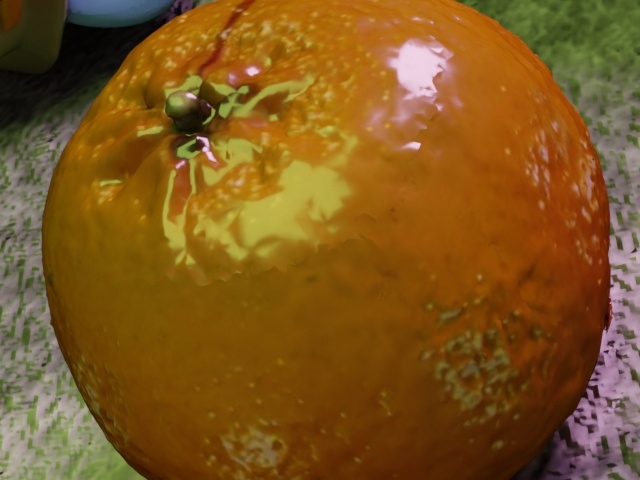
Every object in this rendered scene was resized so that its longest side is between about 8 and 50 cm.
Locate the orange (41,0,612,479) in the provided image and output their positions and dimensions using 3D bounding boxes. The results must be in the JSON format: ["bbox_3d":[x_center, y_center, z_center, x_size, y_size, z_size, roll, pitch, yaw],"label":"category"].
[{"bbox_3d":[0.000,0.000,0.548,0.193,0.161,0.193,-12,44,12],"label":"orange"}]

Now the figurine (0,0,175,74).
[{"bbox_3d":[-0.162,-0.191,0.825,0.154,0.180,0.262,-37,38,38],"label":"figurine"}]
